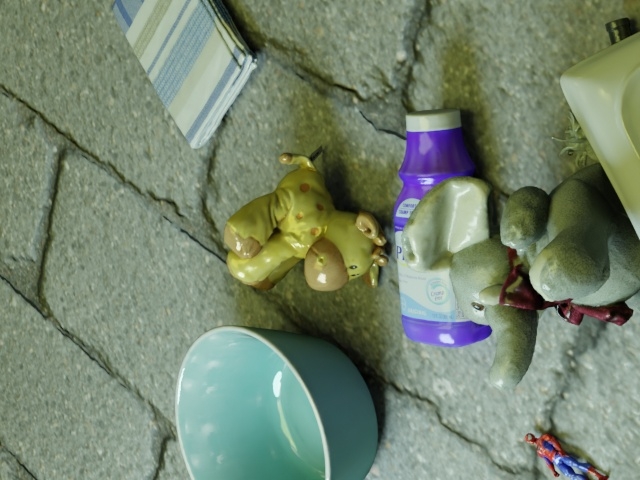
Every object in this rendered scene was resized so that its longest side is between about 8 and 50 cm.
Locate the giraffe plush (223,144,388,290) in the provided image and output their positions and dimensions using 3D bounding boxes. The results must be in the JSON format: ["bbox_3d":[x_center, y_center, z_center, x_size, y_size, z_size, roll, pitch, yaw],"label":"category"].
[{"bbox_3d":[0.000,0.000,1.960,0.170,0.181,0.210,35,90,24],"label":"giraffe plush"}]

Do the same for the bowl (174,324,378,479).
[{"bbox_3d":[-0.041,0.249,2.043,0.311,0.163,0.311,16,112,44],"label":"bowl"}]

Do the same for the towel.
[{"bbox_3d":[-0.200,-0.298,2.165,0.285,0.034,0.209,59,138,21],"label":"towel"}]

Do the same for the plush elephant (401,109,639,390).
[{"bbox_3d":[0.240,0.039,1.615,0.255,0.272,0.330,-42,38,32],"label":"plush elephant"}]

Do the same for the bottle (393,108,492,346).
[{"bbox_3d":[0.146,-0.016,1.819,0.118,0.092,0.283,7,106,47],"label":"bottle"}]

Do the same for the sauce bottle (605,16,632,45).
[{"bbox_3d":[0.335,-0.175,1.611,0.042,0.042,0.128,-13,91,48],"label":"sauce bottle"}]

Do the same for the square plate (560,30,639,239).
[{"bbox_3d":[0.441,-0.088,1.401,0.344,0.049,0.347,-28,77,18],"label":"square plate"}]

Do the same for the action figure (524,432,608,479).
[{"bbox_3d":[0.289,0.264,1.792,0.115,0.030,0.038,36,130,38],"label":"action figure"}]
